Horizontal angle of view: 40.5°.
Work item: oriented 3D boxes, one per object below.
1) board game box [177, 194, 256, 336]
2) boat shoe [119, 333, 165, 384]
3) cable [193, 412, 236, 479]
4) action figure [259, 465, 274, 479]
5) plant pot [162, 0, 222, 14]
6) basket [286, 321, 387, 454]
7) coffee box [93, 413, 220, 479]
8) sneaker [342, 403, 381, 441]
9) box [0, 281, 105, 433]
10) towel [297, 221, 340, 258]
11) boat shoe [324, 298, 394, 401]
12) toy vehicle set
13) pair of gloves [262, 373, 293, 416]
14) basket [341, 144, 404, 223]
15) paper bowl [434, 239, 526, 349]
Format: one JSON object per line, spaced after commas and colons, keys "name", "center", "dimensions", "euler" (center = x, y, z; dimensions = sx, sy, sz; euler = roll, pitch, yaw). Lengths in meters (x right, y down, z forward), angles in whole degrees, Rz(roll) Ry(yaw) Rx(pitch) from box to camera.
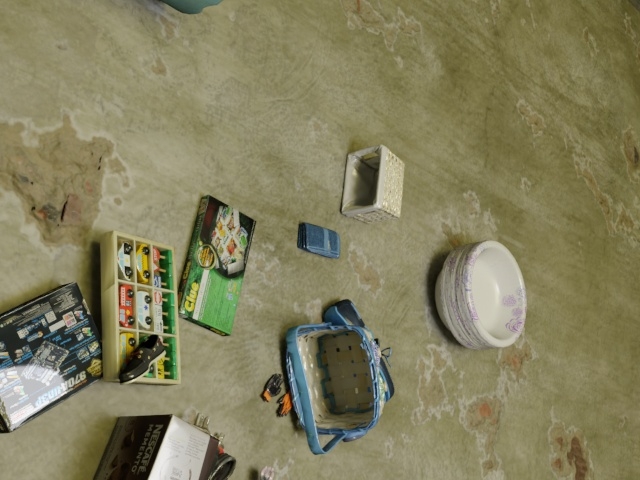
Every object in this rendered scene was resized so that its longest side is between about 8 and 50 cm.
{"name": "board game box", "center": [-0.212, 0.051, 1.766], "dimensions": [0.136, 0.030, 0.260], "euler": [32, 59, -39]}
{"name": "boat shoe", "center": [-0.311, 0.205, 1.489], "dimensions": [0.133, 0.049, 0.042], "euler": [-51, 126, -63]}
{"name": "cable", "center": [-0.253, 0.473, 1.623], "dimensions": [0.287, 0.072, 0.139], "euler": [-60, 140, -22]}
{"name": "action figure", "center": [-0.072, 0.636, 1.707], "dimensions": [0.370, 0.248, 0.276], "euler": [23, 107, -27]}
{"name": "plant pot", "center": [-0.309, -0.621, 1.632], "dimensions": [0.334, 0.341, 0.341], "euler": [29, 61, -47]}
{"name": "basket", "center": [0.021, 0.287, 1.809], "dimensions": [0.289, 0.201, 0.255], "euler": [-10, 88, -63]}
{"name": "coffee box", "center": [-0.307, 0.454, 1.469], "dimensions": [0.119, 0.168, 0.297], "euler": [39, 56, -33]}
{"name": "sneaker", "center": [0.085, 0.405, 1.971], "dimensions": [0.144, 0.053, 0.059], "euler": [-39, 109, -53]}
{"name": "box", "center": [-0.471, 0.190, 1.447], "dimensions": [0.220, 0.051, 0.175], "euler": [-31, 103, -45]}
{"name": "towel", "center": [0.000, 0.000, 1.995], "dimensions": [0.119, 0.029, 0.067], "euler": [16, 68, -42]}
{"name": "boat shoe", "center": [0.110, 0.249, 1.995], "dimensions": [0.089, 0.109, 0.258], "euler": [-41, 112, -47]}
{"name": "toy vehicle set", "center": [-0.327, 0.127, 1.582], "dimensions": [0.166, 0.035, 0.267], "euler": [18, 63, -57]}
{"name": "pair of gloves", "center": [-0.087, 0.328, 1.839], "dimensions": [0.083, 0.010, 0.074], "euler": [52, 44, -22]}
{"name": "basket", "center": [0.130, -0.131, 2.104], "dimensions": [0.103, 0.113, 0.167], "euler": [28, 61, -43]}
{"name": "paper bowl", "center": [0.413, 0.148, 2.299], "dimensions": [0.284, 0.148, 0.284], "euler": [14, 70, -43]}
